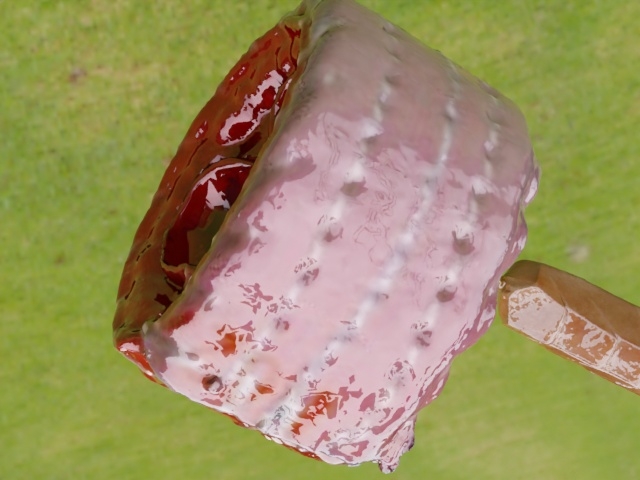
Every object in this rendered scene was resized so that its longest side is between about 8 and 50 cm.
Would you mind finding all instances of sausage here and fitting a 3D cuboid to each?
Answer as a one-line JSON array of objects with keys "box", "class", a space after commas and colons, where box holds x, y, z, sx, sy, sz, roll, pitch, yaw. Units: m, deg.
[{"box": [0.200, 0.066, 1.051, 0.169, 0.065, 0.065, 26, 148, -1], "class": "sausage"}]

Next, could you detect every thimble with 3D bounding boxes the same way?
[{"box": [0.001, -0.006, 0.625, 0.125, 0.189, 0.163, 30, 173, -20], "class": "thimble"}]
